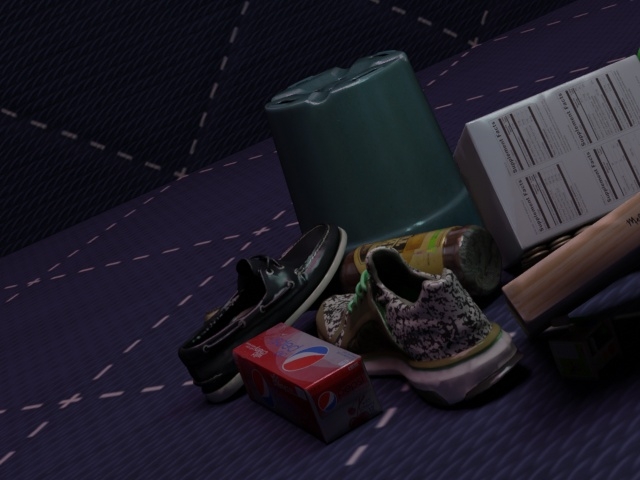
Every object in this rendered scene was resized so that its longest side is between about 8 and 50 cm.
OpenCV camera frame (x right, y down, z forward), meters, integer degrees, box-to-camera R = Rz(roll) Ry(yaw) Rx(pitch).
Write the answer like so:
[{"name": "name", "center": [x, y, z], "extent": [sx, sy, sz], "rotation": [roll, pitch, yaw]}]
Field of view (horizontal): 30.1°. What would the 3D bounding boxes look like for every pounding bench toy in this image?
[{"name": "pounding bench toy", "center": [0.306, 0.110, 1.387], "extent": [0.065, 0.083, 0.052], "rotation": [-34, 19, -36]}]

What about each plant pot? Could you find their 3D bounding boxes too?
[{"name": "plant pot", "center": [0.081, -0.121, 2.010], "extent": [0.341, 0.334, 0.341], "rotation": [-20, 15, 5]}]

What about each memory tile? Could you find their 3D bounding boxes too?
[{"name": "memory tile", "center": [0.336, 0.011, 1.689], "extent": [0.113, 0.012, 0.148], "rotation": [-25, -11, 4]}]

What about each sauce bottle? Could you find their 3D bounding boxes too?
[{"name": "sauce bottle", "center": [0.105, 0.053, 1.803], "extent": [0.344, 0.111, 0.111], "rotation": [-12, 18, 39]}]

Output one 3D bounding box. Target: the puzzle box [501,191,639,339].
[{"name": "puzzle box", "center": [0.396, -0.027, 1.397], "extent": [0.409, 0.052, 0.272], "rotation": [-36, -14, 3]}]

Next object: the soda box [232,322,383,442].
[{"name": "soda box", "center": [-0.024, 0.184, 1.590], "extent": [0.092, 0.083, 0.263], "rotation": [-28, 17, -20]}]

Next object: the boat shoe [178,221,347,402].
[{"name": "boat shoe", "center": [-0.092, 0.079, 1.791], "extent": [0.340, 0.113, 0.127], "rotation": [-50, 21, -17]}]

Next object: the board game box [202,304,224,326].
[{"name": "board game box", "center": [-0.110, 0.120, 2.031], "extent": [0.186, 0.026, 0.126], "rotation": [-21, 16, 4]}]

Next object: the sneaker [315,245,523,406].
[{"name": "sneaker", "center": [0.105, 0.080, 1.577], "extent": [0.158, 0.182, 0.410], "rotation": [-29, 17, -23]}]

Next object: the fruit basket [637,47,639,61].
[{"name": "fruit basket", "center": [0.655, -0.268, 1.914], "extent": [0.392, 0.283, 0.392], "rotation": [-12, 33, 8]}]

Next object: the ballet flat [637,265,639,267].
[{"name": "ballet flat", "center": [0.404, 0.007, 1.616], "extent": [0.203, 0.074, 0.074], "rotation": [-25, 16, -3]}]

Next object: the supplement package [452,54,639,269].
[{"name": "supplement package", "center": [0.358, -0.108, 1.733], "extent": [0.262, 0.198, 0.199], "rotation": [-23, -9, -3]}]
